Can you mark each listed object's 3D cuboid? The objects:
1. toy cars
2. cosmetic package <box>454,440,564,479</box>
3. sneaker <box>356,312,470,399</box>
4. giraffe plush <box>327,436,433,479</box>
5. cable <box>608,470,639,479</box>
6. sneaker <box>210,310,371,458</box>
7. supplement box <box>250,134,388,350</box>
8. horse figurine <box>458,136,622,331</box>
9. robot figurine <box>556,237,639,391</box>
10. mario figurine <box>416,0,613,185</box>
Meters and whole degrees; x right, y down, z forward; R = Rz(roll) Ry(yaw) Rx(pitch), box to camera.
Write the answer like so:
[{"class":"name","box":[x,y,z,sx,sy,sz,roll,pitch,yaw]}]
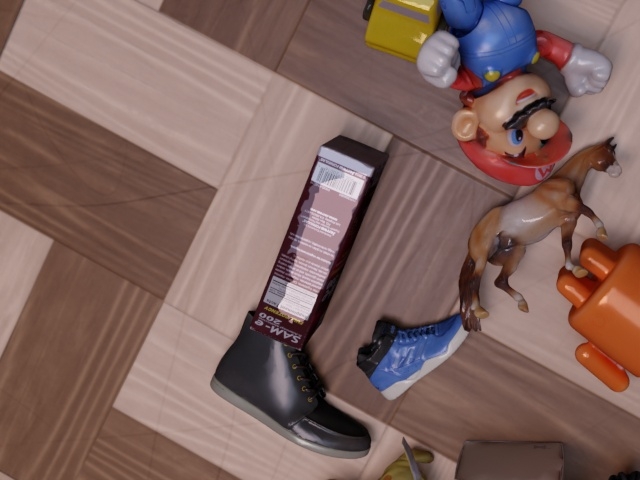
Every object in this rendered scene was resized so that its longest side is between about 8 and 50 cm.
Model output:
[{"class":"toy cars","box":[0.201,-0.351,1.431,0.394,0.087,0.176,-29,94,14]},{"class":"cosmetic package","box":[0.234,0.408,1.527,0.129,0.153,0.296,0,99,13]},{"class":"sneaker","box":[0.110,0.123,1.548,0.084,0.058,0.152,45,112,-8]},{"class":"giraffe plush","box":[0.061,0.361,1.555,0.171,0.181,0.210,-18,89,22]},{"class":"cable","box":[0.353,0.363,1.500,0.047,0.150,0.184,8,59,39]},{"class":"sneaker","box":[-0.022,0.183,1.572,0.222,0.083,0.118,27,103,7]},{"class":"supplement box","box":[0.000,0.000,1.511,0.073,0.130,0.239,24,104,6]},{"class":"horse figurine","box":[0.246,-0.003,1.467,0.066,0.174,0.263,34,122,-30]},{"class":"robot figurine","box":[0.378,0.091,1.456,0.219,0.128,0.158,37,70,3]},{"class":"mario figurine","box":[0.217,-0.197,1.378,0.198,0.170,0.320,-9,123,15]}]
